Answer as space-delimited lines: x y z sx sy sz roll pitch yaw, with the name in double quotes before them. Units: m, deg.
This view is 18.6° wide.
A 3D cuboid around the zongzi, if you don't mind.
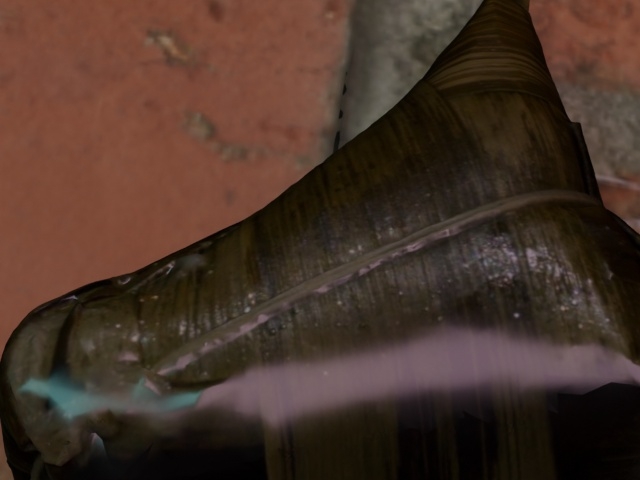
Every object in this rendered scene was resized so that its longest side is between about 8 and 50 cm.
"zongzi" 0.000 0.000 0.855 0.286 0.134 0.288 -5 54 -6
